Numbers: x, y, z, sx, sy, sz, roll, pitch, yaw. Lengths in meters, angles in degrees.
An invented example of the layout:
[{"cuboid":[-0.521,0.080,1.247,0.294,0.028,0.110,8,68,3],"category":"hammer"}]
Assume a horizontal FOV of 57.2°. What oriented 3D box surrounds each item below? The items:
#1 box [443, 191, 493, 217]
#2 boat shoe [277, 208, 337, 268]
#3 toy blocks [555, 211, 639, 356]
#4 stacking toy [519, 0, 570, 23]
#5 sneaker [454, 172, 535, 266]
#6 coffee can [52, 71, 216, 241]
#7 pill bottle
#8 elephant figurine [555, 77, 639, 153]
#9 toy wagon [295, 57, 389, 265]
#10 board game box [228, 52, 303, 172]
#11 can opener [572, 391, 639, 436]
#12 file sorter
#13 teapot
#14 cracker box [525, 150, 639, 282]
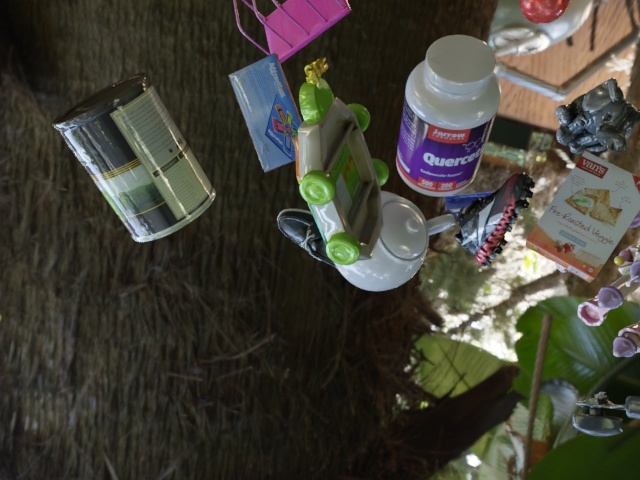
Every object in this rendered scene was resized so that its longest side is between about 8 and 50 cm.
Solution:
[{"cuboid":[0.434,-0.090,1.634,0.137,0.036,0.225,-3,169,28],"category":"box"},{"cuboid":[0.000,0.000,1.794,0.303,0.114,0.091,23,-148,1],"category":"boat shoe"},{"cuboid":[0.701,0.099,1.385,0.260,0.288,0.309,-25,-116,-32],"category":"toy blocks"},{"cuboid":[0.430,-0.558,1.163,0.141,0.330,0.141,6,153,3],"category":"stacking toy"},{"cuboid":[0.397,-0.062,1.378,0.135,0.276,0.098,36,-129,19],"category":"sneaker"},{"cuboid":[-0.363,-0.164,1.177,0.202,0.275,0.201,-21,-152,12],"category":"coffee can"},{"cuboid":[0.254,-0.243,1.184,0.182,0.181,0.323,18,152,12],"category":"pill bottle"},{"cuboid":[0.678,-0.285,1.364,0.170,0.185,0.239,-3,-178,-12],"category":"elephant figurine"},{"cuboid":[0.031,-0.135,0.994,0.068,0.344,0.267,-9,-147,25],"category":"toy wagon"},{"cuboid":[-0.133,-0.339,1.573,0.145,0.281,0.027,-20,-179,17],"category":"board game box"},{"cuboid":[0.668,0.364,1.217,0.074,0.093,0.280,12,163,-39],"category":"can opener"},{"cuboid":[-0.096,-0.718,1.758,0.182,0.291,0.202,26,-137,-49],"category":"file sorter"},{"cuboid":[0.158,-0.012,1.330,0.252,0.256,0.187,39,145,-18],"category":"teapot"},{"cuboid":[0.563,-0.050,1.237,0.156,0.232,0.067,33,178,21],"category":"cracker box"}]
